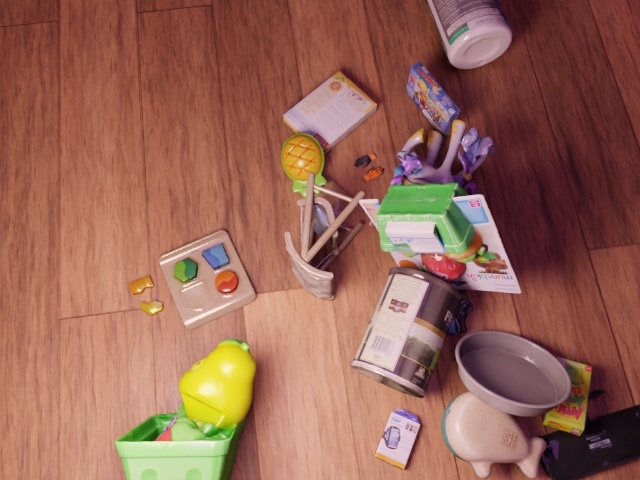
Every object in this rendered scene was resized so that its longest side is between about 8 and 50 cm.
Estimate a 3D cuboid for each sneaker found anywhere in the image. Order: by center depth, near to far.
[{"bbox_3d":[0.378,0.168,1.777,0.078,0.067,0.188,16,67,-17],"label":"sneaker"}]

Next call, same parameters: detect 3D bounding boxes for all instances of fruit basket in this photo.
[{"bbox_3d":[-0.290,0.411,1.506,0.282,0.392,0.393,0,70,-1],"label":"fruit basket"},{"bbox_3d":[0.294,0.023,1.608,0.326,0.353,0.165,2,45,36],"label":"fruit basket"}]

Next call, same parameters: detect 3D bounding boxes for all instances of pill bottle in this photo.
[{"bbox_3d":[0.446,-0.742,2.032,0.204,0.204,0.361,-13,71,-6],"label":"pill bottle"}]

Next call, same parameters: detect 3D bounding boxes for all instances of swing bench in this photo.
[{"bbox_3d":[0.000,0.000,1.717,0.165,0.253,0.255,20,73,7],"label":"swing bench"}]

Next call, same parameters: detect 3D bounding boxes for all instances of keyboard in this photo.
[{"bbox_3d":[0.700,0.486,1.675,0.316,0.033,0.202,-15,72,-7],"label":"keyboard"}]

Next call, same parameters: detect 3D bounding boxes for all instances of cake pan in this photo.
[{"bbox_3d":[0.478,0.335,1.631,0.292,0.054,0.293,8,28,-4],"label":"cake pan"}]

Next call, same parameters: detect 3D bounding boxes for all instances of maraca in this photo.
[{"bbox_3d":[-0.047,-0.220,1.890,0.127,0.099,0.186,-14,90,14],"label":"maraca"}]

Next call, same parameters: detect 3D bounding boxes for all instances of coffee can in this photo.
[{"bbox_3d":[0.220,0.233,1.659,0.201,0.201,0.276,23,75,7],"label":"coffee can"}]

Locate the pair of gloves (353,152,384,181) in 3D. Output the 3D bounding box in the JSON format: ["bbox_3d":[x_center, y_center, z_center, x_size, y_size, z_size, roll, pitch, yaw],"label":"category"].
[{"bbox_3d":[0.145,-0.219,1.936,0.074,0.010,0.083,-27,72,-10],"label":"pair of gloves"}]

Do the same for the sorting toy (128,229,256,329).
[{"bbox_3d":[-0.359,0.122,1.784,0.307,0.041,0.229,-24,72,-10],"label":"sorting toy"}]

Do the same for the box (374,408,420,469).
[{"bbox_3d":[0.199,0.505,1.661,0.081,0.028,0.136,23,69,7],"label":"box"}]

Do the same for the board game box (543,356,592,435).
[{"bbox_3d":[0.637,0.398,1.668,0.092,0.043,0.181,15,55,14],"label":"board game box"}]

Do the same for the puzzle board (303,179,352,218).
[{"bbox_3d":[0.021,-0.105,1.892,0.096,0.011,0.128,42,75,12],"label":"puzzle board"}]

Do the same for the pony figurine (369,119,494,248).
[{"bbox_3d":[0.332,-0.156,1.806,0.350,0.303,0.364,20,71,41],"label":"pony figurine"}]

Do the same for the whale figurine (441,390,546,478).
[{"bbox_3d":[0.426,0.491,1.623,0.271,0.141,0.216,28,67,-8],"label":"whale figurine"}]

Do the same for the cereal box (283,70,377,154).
[{"bbox_3d":[0.029,-0.387,1.976,0.240,0.047,0.173,-41,75,-14],"label":"cereal box"}]

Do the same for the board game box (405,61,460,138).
[{"bbox_3d":[0.333,-0.420,1.947,0.035,0.136,0.201,-31,74,-11],"label":"board game box"}]
